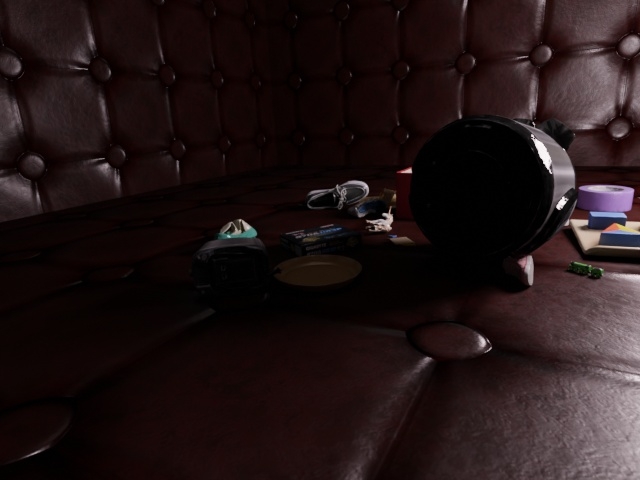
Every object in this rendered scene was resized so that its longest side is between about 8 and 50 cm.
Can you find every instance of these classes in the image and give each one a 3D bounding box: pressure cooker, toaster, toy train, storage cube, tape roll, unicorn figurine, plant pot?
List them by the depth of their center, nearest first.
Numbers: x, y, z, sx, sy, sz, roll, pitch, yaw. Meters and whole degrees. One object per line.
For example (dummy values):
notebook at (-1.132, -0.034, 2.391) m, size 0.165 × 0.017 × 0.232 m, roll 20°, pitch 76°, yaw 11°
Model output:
toy train at (0.671, 0.072, 1.071) m, size 0.017 × 0.024 × 0.083 m, roll -12°, pitch 19°, yaw -29°
toaster at (-0.219, 0.060, 1.097) m, size 0.226 × 0.129 × 0.146 m, roll -7°, pitch 14°, yaw -9°
plant pot at (-0.008, 0.088, 1.129) m, size 0.236 × 0.033 × 0.236 m, roll -3°, pitch 17°, yaw 1°
pressure cooker at (0.490, -0.149, 1.168) m, size 0.369 × 0.376 × 0.420 m, roll -2°, pitch 5°, yaw 40°
unicorn figurine at (0.227, -0.064, 1.586) m, size 0.111 × 0.060 × 0.162 m, roll -4°, pitch 32°, yaw -4°
tape roll at (1.162, -0.174, 1.732) m, size 0.188 × 0.080 × 0.189 m, roll -4°, pitch 15°, yaw 1°
storage cube at (0.430, -0.194, 1.738) m, size 0.214 × 0.193 × 0.183 m, roll 8°, pitch 19°, yaw 31°

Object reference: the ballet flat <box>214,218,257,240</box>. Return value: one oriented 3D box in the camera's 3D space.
ballet flat at (-0.292, -0.027, 1.483) m, size 0.083 × 0.087 × 0.247 m, roll 2°, pitch 16°, yaw 18°

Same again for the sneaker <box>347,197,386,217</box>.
sneaker at (0.199, -0.144, 1.838) m, size 0.190 × 0.072 × 0.083 m, roll -11°, pitch 8°, yaw -33°

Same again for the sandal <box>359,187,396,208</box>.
sandal at (0.283, -0.194, 1.895) m, size 0.239 × 0.079 × 0.088 m, roll -6°, pitch 52°, yaw 21°

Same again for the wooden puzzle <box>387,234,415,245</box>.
wooden puzzle at (0.268, 0.004, 1.407) m, size 0.078 × 0.014 × 0.116 m, roll 0°, pitch 16°, yaw -4°

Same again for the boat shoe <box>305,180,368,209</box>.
boat shoe at (0.080, -0.207, 1.998) m, size 0.306 × 0.113 × 0.105 m, roll -6°, pitch 23°, yaw 0°

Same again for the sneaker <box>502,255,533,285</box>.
sneaker at (0.489, 0.076, 1.053) m, size 0.070 × 0.051 × 0.134 m, roll -5°, pitch 16°, yaw 29°

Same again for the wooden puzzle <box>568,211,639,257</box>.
wooden puzzle at (0.945, -0.026, 1.257) m, size 0.321 × 0.081 × 0.348 m, roll 3°, pitch 17°, yaw 21°

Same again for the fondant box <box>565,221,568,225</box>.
fondant box at (0.683, -0.097, 1.530) m, size 0.330 × 0.096 × 0.238 m, roll -9°, pitch 17°, yaw -23°

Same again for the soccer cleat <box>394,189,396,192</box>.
soccer cleat at (0.382, -0.223, 2.020) m, size 0.083 × 0.095 × 0.248 m, roll 12°, pitch 21°, yaw 41°

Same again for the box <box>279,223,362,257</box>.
box at (0.000, 0.000, 1.397) m, size 0.220 × 0.051 × 0.175 m, roll -11°, pitch 18°, yaw -25°
